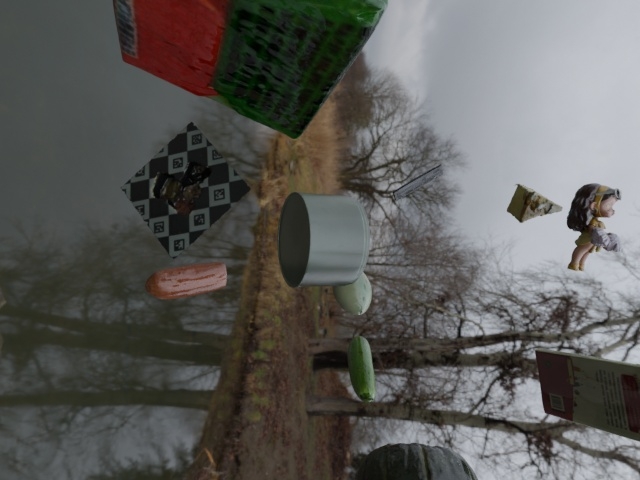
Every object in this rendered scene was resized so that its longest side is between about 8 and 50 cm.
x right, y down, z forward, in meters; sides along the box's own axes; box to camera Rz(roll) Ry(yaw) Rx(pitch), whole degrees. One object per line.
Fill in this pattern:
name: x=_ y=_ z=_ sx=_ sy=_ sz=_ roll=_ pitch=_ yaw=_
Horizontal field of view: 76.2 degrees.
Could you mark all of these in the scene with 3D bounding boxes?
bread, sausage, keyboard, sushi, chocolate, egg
bread: x=0.782 y=-0.130 z=1.497 sx=0.147 sy=0.152 sz=0.127 roll=-94 pitch=-165 yaw=-65
sausage: x=-0.452 y=0.137 z=1.380 sx=0.114 sy=0.260 sz=0.113 roll=17 pitch=-69 yaw=54
keyboard: x=0.274 y=-0.163 z=1.149 sx=0.010 sy=0.155 sz=0.053 roll=63 pitch=5 yaw=29
sushi: x=-0.288 y=-0.106 z=0.893 sx=0.220 sy=0.231 sz=0.047 roll=-43 pitch=161 yaw=1
chocolate: x=-0.114 y=-0.347 z=0.611 sx=0.360 sy=0.342 sz=0.161 roll=-30 pitch=-138 yaw=66
egg: x=0.094 y=0.148 z=1.215 sx=0.114 sy=0.114 sz=0.152 roll=89 pitch=-18 yaw=-71

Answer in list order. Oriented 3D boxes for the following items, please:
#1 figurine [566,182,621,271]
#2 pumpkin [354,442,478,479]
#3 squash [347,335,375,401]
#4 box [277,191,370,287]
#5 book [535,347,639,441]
figurine: x=0.729 y=-0.034 z=1.097 sx=0.116 sy=0.175 sz=0.239 roll=5 pitch=-89 yaw=48
pumpkin: x=0.163 y=0.440 z=0.705 sx=0.157 sy=0.224 sz=0.223 roll=-83 pitch=177 yaw=-50
squash: x=0.133 y=0.408 z=1.347 sx=0.292 sy=0.082 sz=0.082 roll=-89 pitch=-178 yaw=-67
box: x=0.000 y=0.000 z=0.987 sx=0.226 sy=0.150 sz=0.225 roll=-178 pitch=-90 yaw=-66
book: x=0.601 y=0.336 z=0.906 sx=0.232 sy=0.022 sz=0.162 roll=-9 pitch=-90 yaw=59
